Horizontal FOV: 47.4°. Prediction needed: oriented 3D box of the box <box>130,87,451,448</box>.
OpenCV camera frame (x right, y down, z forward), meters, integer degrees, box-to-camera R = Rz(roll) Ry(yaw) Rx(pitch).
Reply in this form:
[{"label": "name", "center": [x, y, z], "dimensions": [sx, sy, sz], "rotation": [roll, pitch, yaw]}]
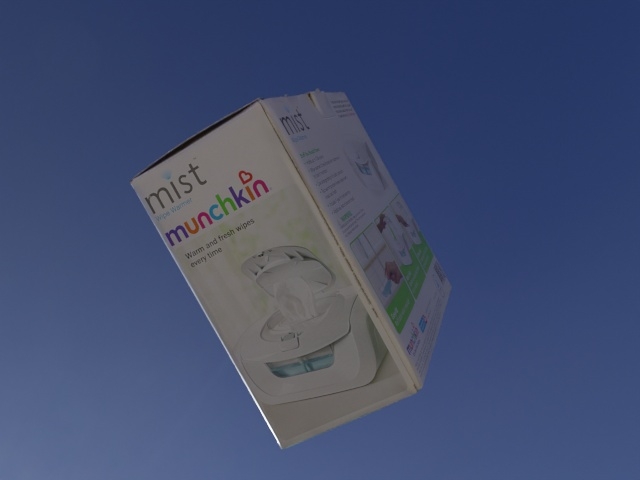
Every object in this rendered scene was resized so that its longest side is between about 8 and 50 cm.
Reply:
[{"label": "box", "center": [0.000, 0.000, 0.622], "dimensions": [0.126, 0.262, 0.231], "rotation": [-29, -85, 19]}]
